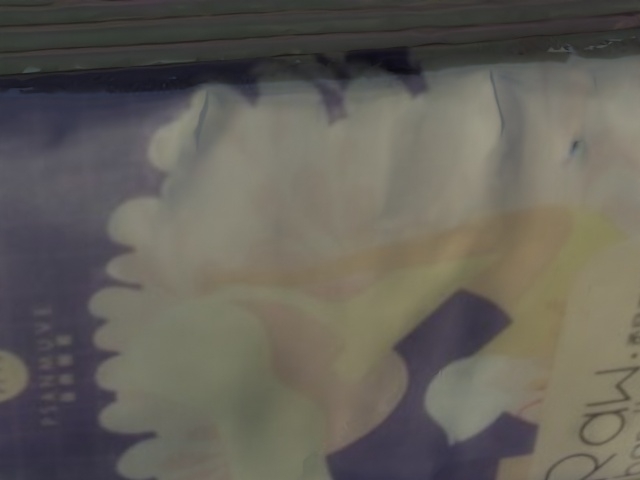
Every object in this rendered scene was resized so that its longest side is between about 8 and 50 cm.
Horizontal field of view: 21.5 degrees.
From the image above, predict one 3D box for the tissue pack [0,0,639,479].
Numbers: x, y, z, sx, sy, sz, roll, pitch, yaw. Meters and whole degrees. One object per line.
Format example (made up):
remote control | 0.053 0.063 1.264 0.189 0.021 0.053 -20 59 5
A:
tissue pack | 0.000 0.000 0.667 0.344 0.125 0.242 -4 129 -11
